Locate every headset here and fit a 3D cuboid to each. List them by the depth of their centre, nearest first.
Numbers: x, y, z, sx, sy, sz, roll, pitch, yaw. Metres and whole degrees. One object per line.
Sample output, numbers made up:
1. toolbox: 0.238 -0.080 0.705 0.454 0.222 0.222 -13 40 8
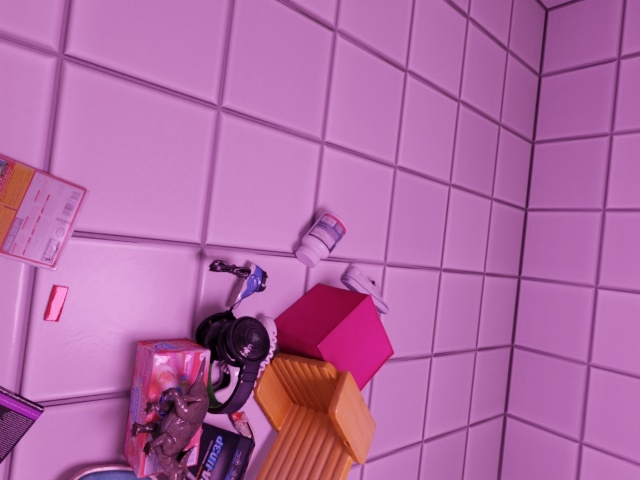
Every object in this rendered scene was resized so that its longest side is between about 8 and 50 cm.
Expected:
1. headset: -0.262 0.259 1.159 0.185 0.243 0.395 23 73 -40

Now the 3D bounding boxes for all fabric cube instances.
1. fabric cube: 0.038 0.326 1.405 0.254 0.258 0.259 -38 117 -33

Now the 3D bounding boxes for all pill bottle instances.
1. pill bottle: 0.000 0.000 1.445 0.180 0.108 0.108 -52 123 -24

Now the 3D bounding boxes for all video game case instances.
1. video game case: -0.678 -0.072 0.916 0.285 0.025 0.204 26 77 -39

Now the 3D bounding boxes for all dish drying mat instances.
1. dish drying mat: -0.614 0.147 0.998 0.032 0.008 0.083 18 81 -41

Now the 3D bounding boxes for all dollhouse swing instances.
1. dollhouse swing: -0.077 0.557 1.237 0.305 0.346 0.315 -44 119 -39

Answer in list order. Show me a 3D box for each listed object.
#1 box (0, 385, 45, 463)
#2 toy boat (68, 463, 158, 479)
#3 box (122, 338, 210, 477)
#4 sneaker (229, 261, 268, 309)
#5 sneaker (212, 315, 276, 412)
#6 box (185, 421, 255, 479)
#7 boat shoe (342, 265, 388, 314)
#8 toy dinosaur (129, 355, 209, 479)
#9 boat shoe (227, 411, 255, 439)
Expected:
1. box: -0.707 0.410 0.925 0.116 0.029 0.162 49 62 -31
2. toy boat: -0.519 0.713 1.030 0.267 0.148 0.318 29 74 -38
3. box: -0.400 0.419 1.112 0.154 0.142 0.300 7 88 -40
4. sneaker: -0.212 0.151 1.308 0.084 0.058 0.152 34 65 -28
5. sneaker: -0.226 0.358 1.288 0.118 0.110 0.292 33 72 -28
6. box: -0.296 0.628 1.163 0.051 0.175 0.220 97 11 -50
7. boat shoe: 0.189 0.191 1.629 0.258 0.095 0.084 44 70 -35
8. toy dinosaur: -0.335 0.426 1.020 0.160 0.121 0.314 34 67 -48
9. boat shoe: -0.242 0.563 1.324 0.049 0.043 0.137 -33 113 -32
